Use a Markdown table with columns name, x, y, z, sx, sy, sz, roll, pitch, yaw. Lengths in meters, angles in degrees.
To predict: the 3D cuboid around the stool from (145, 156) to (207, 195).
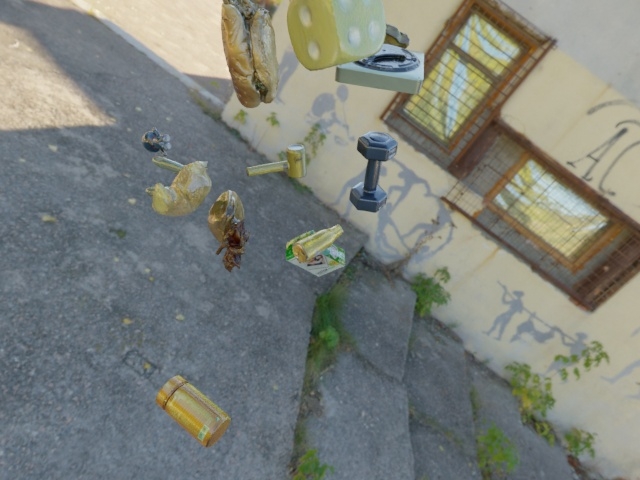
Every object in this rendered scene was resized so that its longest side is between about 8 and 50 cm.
| name | x | y | z | sx | sy | sz | roll | pitch | yaw |
| --- | --- | --- | --- | --- | --- | --- | --- | --- | --- |
| stool | -0.632 | -0.257 | 1.946 | 0.198 | 0.195 | 0.195 | 9 | -3 | 18 |

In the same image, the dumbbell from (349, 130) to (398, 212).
| name | x | y | z | sx | sy | sz | roll | pitch | yaw |
| --- | --- | --- | --- | --- | --- | --- | --- | --- | --- |
| dumbbell | 0.212 | -0.275 | 1.771 | 0.159 | 0.325 | 0.144 | 8 | 39 | 1 |

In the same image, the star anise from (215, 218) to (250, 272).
| name | x | y | z | sx | sy | sz | roll | pitch | yaw |
| --- | --- | --- | --- | --- | --- | --- | --- | --- | --- |
| star anise | -0.345 | 0.016 | 1.766 | 0.111 | 0.212 | 0.196 | 26 | -15 | -15 |

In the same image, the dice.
| name | x | y | z | sx | sy | sz | roll | pitch | yaw |
| --- | --- | --- | --- | --- | --- | --- | --- | --- | --- |
| dice | 0.036 | -0.496 | 1.000 | 0.166 | 0.169 | 0.169 | -32 | 28 | -33 |

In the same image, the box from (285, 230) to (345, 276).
| name | x | y | z | sx | sy | sz | roll | pitch | yaw |
| --- | --- | --- | --- | --- | --- | --- | --- | --- | --- |
| box | -0.020 | 0.063 | 1.975 | 0.250 | 0.180 | 0.103 | 31 | 45 | -40 |

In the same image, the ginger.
| name | x | y | z | sx | sy | sz | roll | pitch | yaw |
| --- | --- | --- | --- | --- | --- | --- | --- | --- | --- |
| ginger | -0.508 | -0.186 | 1.637 | 0.138 | 0.267 | 0.152 | 41 | -11 | 38 |

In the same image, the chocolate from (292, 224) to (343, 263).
| name | x | y | z | sx | sy | sz | roll | pitch | yaw |
| --- | --- | --- | --- | --- | --- | --- | --- | --- | --- |
| chocolate | 0.000 | 0.000 | 1.567 | 0.085 | 0.086 | 0.219 | 44 | 52 | 17 |

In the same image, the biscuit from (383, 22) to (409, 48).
| name | x | y | z | sx | sy | sz | roll | pitch | yaw |
| --- | --- | --- | --- | --- | --- | --- | --- | --- | --- |
| biscuit | 0.170 | -0.752 | 1.626 | 0.335 | 0.078 | 0.329 | 15 | 3 | 15 |

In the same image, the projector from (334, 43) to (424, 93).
| name | x | y | z | sx | sy | sz | roll | pitch | yaw |
| --- | --- | --- | --- | --- | --- | --- | --- | --- | --- |
| projector | 0.189 | -0.548 | 1.348 | 0.259 | 0.079 | 0.257 | 11 | 42 | 4 |

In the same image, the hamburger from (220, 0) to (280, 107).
| name | x | y | z | sx | sy | sz | roll | pitch | yaw |
| --- | --- | --- | --- | --- | --- | --- | --- | --- | --- |
| hamburger | -0.187 | -0.499 | 1.164 | 0.146 | 0.286 | 0.243 | -7 | 31 | -3 |

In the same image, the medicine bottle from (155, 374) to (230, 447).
| name | x | y | z | sx | sy | sz | roll | pitch | yaw |
| --- | --- | --- | --- | --- | --- | --- | --- | --- | --- |
| medicine bottle | -0.343 | 0.458 | 1.173 | 0.191 | 0.096 | 0.096 | 31 | 20 | 17 |

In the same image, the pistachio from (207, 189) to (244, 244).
| name | x | y | z | sx | sy | sz | roll | pitch | yaw |
| --- | --- | --- | --- | --- | --- | --- | --- | --- | --- |
| pistachio | -0.418 | -0.107 | 1.952 | 0.162 | 0.213 | 0.260 | 19 | 30 | -14 |

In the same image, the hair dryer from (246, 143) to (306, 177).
| name | x | y | z | sx | sy | sz | roll | pitch | yaw |
| --- | --- | --- | --- | --- | --- | --- | --- | --- | --- |
| hair dryer | -0.197 | -0.343 | 1.963 | 0.278 | 0.135 | 0.090 | -13 | 38 | -16 |

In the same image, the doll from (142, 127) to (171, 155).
| name | x | y | z | sx | sy | sz | roll | pitch | yaw |
| --- | --- | --- | --- | --- | --- | --- | --- | --- | --- |
| doll | -0.679 | -0.408 | 1.803 | 0.151 | 0.114 | 0.085 | 10 | 20 | 35 |
